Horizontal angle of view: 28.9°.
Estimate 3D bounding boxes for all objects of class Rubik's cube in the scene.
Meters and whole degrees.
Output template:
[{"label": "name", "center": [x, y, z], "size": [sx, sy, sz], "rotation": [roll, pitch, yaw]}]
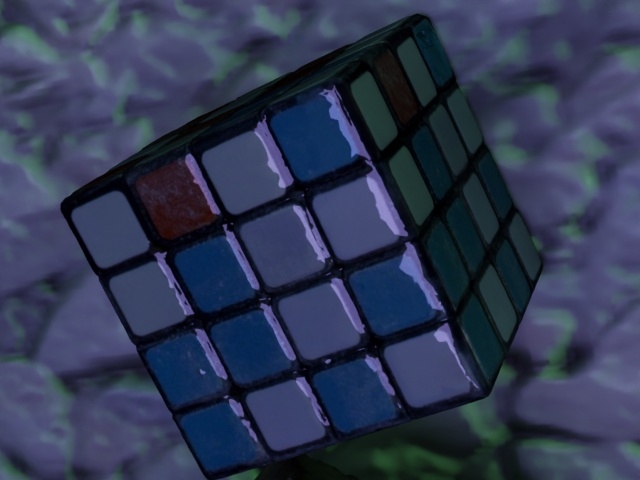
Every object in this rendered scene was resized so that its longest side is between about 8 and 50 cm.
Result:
[{"label": "Rubik's cube", "center": [0.000, 0.000, 0.362], "size": [0.092, 0.092, 0.092], "rotation": [-21, 102, 25]}]

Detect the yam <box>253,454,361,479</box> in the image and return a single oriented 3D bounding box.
[{"label": "yam", "center": [-0.008, 0.209, 0.393], "size": [0.202, 0.201, 0.271], "rotation": [26, 107, -36]}]
